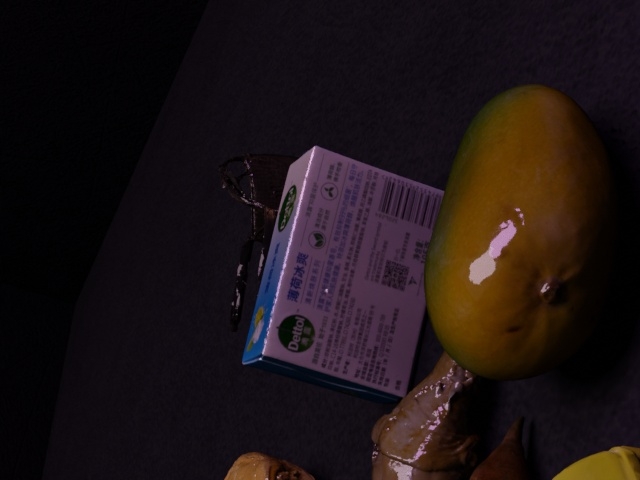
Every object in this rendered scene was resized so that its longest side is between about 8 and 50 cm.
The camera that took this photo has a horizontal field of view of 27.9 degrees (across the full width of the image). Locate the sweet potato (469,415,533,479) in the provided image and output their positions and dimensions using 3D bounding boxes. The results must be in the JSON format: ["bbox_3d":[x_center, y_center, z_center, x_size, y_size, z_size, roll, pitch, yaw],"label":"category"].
[{"bbox_3d":[0.122,0.167,0.855,0.049,0.049,0.117,-49,17,54],"label":"sweet potato"}]

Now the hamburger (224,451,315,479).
[{"bbox_3d":[-0.057,0.280,1.255,0.147,0.083,0.138,-11,58,70],"label":"hamburger"}]

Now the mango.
[{"bbox_3d":[0.140,-0.014,0.875,0.156,0.114,0.251,110,180,-45],"label":"mango"}]

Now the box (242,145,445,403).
[{"bbox_3d":[0.024,0.033,1.141,0.073,0.139,0.194,151,135,-68],"label":"box"}]

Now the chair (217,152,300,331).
[{"bbox_3d":[-0.018,-0.012,1.307,0.149,0.174,0.213,131,141,-62],"label":"chair"}]

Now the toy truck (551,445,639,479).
[{"bbox_3d":[0.115,0.220,0.601,0.124,0.157,0.272,-96,28,-56],"label":"toy truck"}]

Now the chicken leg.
[{"bbox_3d":[0.092,0.119,0.962,0.198,0.069,0.085,-68,16,-11],"label":"chicken leg"}]
